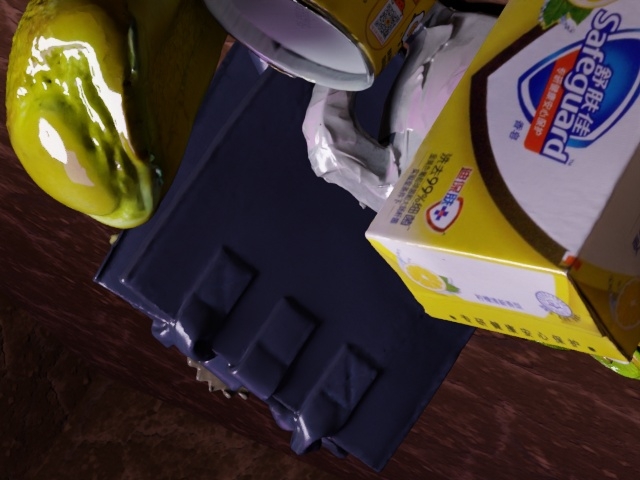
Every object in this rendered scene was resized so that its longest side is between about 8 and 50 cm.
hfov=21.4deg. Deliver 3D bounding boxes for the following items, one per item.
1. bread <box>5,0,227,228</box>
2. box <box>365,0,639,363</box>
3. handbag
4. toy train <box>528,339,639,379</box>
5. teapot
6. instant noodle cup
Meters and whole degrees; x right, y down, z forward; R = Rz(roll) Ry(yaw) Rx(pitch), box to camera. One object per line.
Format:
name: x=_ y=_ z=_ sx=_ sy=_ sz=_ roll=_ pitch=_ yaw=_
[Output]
bread: x=-0.138 y=-0.156 z=1.194 sx=0.112 sy=0.383 sz=0.166 roll=-2 pitch=121 yaw=8
box: x=0.168 y=-0.068 z=1.058 sx=0.168 sy=0.265 sz=0.097 roll=14 pitch=154 yaw=46
handbag: x=0.000 y=0.000 z=1.453 sx=0.303 sy=0.329 sz=0.122 roll=38 pitch=166 yaw=-24
toy train: x=0.267 y=0.051 z=1.542 sx=0.296 sy=0.100 sz=0.160 roll=14 pitch=156 yaw=44
teapot: x=0.105 y=-0.083 z=1.280 sx=0.163 sy=0.178 sz=0.221 roll=10 pitch=153 yaw=50
instant noodle cup: x=0.009 y=-0.196 z=1.170 sx=0.182 sy=0.144 sz=0.182 roll=27 pitch=164 yaw=9
